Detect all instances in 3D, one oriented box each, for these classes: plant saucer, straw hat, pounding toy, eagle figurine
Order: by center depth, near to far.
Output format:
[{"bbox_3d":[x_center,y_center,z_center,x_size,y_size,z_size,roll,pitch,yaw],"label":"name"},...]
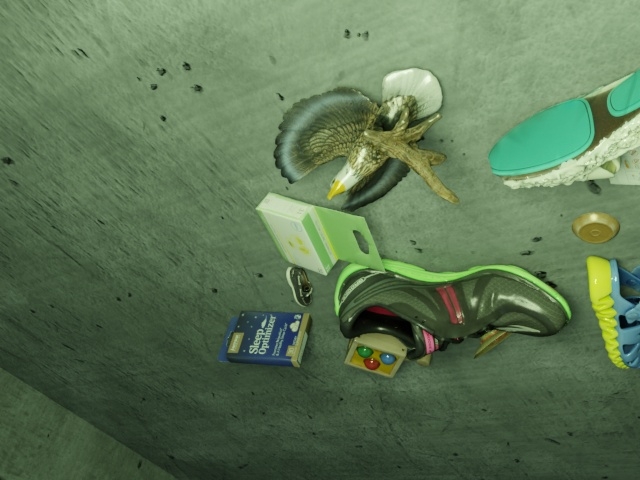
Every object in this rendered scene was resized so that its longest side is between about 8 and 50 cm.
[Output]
[{"bbox_3d":[0.070,-0.149,1.252,0.298,0.225,0.227,-170,64,-69],"label":"eagle figurine"},{"bbox_3d":[0.503,-0.019,1.364,0.083,0.015,0.083,10,144,8],"label":"plant saucer"},{"bbox_3d":[0.375,0.197,1.650,0.061,0.144,0.144,54,147,18],"label":"straw hat"},{"bbox_3d":[0.168,0.284,1.817,0.205,0.094,0.181,17,143,0],"label":"pounding toy"}]

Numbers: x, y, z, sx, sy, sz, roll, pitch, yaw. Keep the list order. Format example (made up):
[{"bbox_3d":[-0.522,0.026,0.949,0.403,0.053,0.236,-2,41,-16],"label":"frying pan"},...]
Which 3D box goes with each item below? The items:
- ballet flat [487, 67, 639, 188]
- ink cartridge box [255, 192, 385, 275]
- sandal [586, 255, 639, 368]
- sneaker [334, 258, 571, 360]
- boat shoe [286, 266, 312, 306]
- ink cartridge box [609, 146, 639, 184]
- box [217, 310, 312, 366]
[{"bbox_3d":[0.441,-0.159,1.095,0.147,0.147,0.408,36,139,-25],"label":"ballet flat"},{"bbox_3d":[0.000,0.000,1.484,0.235,0.056,0.171,19,149,35],"label":"ink cartridge box"},{"bbox_3d":[0.615,0.146,1.453,0.138,0.126,0.317,-10,138,25],"label":"sandal"},{"bbox_3d":[0.260,0.161,1.531,0.482,0.202,0.185,1,142,19],"label":"sneaker"},{"bbox_3d":[-0.040,0.107,1.708,0.038,0.046,0.125,2,133,26],"label":"boat shoe"},{"bbox_3d":[0.539,-0.146,1.181,0.179,0.045,0.145,8,148,42],"label":"ink cartridge box"},{"bbox_3d":[-0.143,0.240,1.839,0.225,0.137,0.037,-1,141,21],"label":"box"}]
